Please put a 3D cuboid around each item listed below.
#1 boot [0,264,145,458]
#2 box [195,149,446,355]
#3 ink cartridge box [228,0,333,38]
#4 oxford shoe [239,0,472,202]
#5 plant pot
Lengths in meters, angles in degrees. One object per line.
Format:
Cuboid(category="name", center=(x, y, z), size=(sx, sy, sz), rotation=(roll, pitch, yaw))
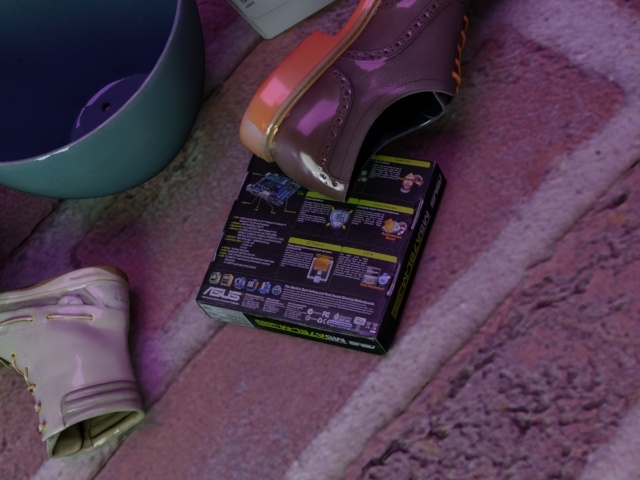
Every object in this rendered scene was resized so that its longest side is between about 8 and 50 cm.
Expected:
Cuboid(category="boot", center=(-0.271, 0.129, 1.211), size=(0.213, 0.077, 0.165), rotation=(-20, 61, 11))
Cuboid(category="box", center=(0.000, 0.000, 1.190), size=(0.190, 0.045, 0.184), rotation=(9, 65, 25))
Cuboid(category="ink cartridge box", center=(-0.053, -0.393, 1.311), size=(0.198, 0.197, 0.270), rotation=(-29, 58, 13))
Cuboid(category="oxford shoe", center=(0.092, -0.182, 1.195), size=(0.132, 0.130, 0.364), rotation=(39, 78, 17))
Cuboid(category="plant pot", center=(-0.231, -0.156, 1.268), size=(0.290, 0.195, 0.290), rotation=(-9, 62, 17))
